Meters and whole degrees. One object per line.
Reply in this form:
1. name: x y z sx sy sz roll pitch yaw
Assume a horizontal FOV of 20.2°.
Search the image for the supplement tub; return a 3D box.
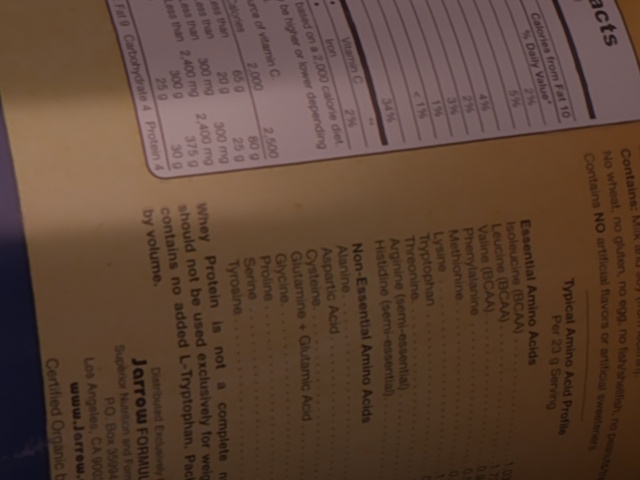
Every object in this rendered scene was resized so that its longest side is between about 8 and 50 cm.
1. supplement tub: 0.000 0.000 0.554 0.316 0.228 0.228 -7 58 -19
